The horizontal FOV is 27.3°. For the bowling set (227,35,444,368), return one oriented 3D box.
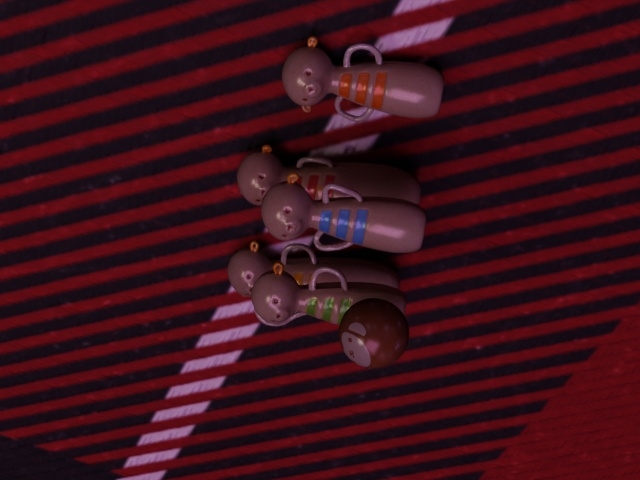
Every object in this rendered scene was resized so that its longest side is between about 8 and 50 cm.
[{"bbox_3d":[0.000,0.000,1.042,0.154,0.200,0.287,8,128,0],"label":"bowling set"}]
